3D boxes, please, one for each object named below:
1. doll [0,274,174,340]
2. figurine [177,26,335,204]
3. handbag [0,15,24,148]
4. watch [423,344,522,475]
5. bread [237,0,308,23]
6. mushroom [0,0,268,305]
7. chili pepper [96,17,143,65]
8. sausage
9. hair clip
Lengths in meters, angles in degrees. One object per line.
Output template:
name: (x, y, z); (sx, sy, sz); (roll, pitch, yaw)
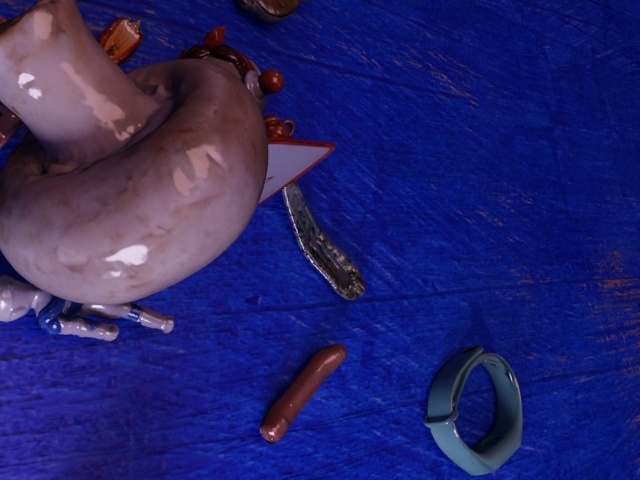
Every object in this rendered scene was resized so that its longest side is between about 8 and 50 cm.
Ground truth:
doll: (-0.279, 0.061, 0.756); (0.227, 0.057, 0.114); (6, 56, -44)
figurine: (-0.123, -0.179, 0.907); (0.160, 0.183, 0.226); (-5, 68, -52)
handbag: (-0.391, -0.158, 0.717); (0.157, 0.059, 0.213); (40, 53, -26)
watch: (0.274, 0.296, 1.178); (0.237, 0.068, 0.195); (-20, 90, -45)
bread: (-0.088, -0.488, 1.098); (0.207, 0.056, 0.287); (-19, 90, -41)
mushroom: (-0.207, -0.094, 0.671); (0.290, 0.297, 0.298); (61, 43, -38)
chili pepper: (-0.279, -0.229, 0.863); (0.045, 0.027, 0.178); (41, 53, -21)
sausage: (-0.024, 0.208, 0.949); (0.186, 0.043, 0.043); (-45, 107, -40)
hair clip: (-0.001, 0.001, 1.039); (0.066, 0.036, 0.229); (-49, 117, -35)
